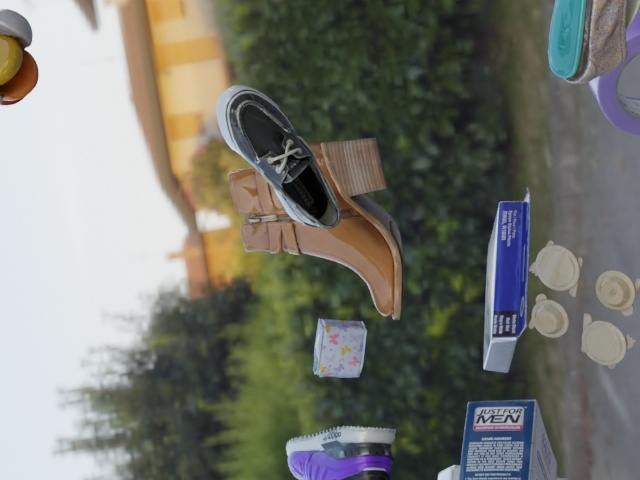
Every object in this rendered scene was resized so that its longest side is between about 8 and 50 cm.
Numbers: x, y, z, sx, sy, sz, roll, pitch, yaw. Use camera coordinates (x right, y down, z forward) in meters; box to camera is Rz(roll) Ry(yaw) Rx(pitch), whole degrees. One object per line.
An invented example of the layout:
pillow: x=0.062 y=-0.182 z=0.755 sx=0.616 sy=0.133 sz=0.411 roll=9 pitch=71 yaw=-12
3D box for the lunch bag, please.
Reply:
lunch bag: x=0.027 y=0.160 z=1.850 sx=0.053 sy=0.071 sz=0.083 roll=-119 pitch=33 yaw=-74

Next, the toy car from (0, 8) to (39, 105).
toy car: x=-0.503 y=-0.263 z=1.893 sx=0.159 sy=0.182 sz=0.136 roll=-66 pitch=-29 yaw=-12

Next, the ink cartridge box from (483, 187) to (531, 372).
ink cartridge box: x=0.277 y=0.062 z=1.885 sx=0.224 sy=0.045 sz=0.223 roll=88 pitch=-172 yaw=-67

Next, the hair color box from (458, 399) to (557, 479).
hair color box: x=0.252 y=0.410 z=1.728 sx=0.174 sy=0.105 sz=0.347 roll=66 pitch=-152 yaw=-44

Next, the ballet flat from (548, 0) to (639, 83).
ballet flat: x=0.333 y=-0.339 z=1.468 sx=0.107 sy=0.106 sz=0.316 roll=-130 pitch=36 yaw=-52

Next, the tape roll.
tape roll: x=0.534 y=-0.271 z=2.042 sx=0.080 sy=0.189 sz=0.189 roll=-95 pitch=-4 yaw=-57

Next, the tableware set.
tableware set: x=0.349 y=0.086 z=1.680 sx=0.020 sy=0.169 sz=0.141 roll=-26 pitch=-46 yaw=-51

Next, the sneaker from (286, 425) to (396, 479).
sneaker: x=0.022 y=0.357 z=1.836 sx=0.293 sy=0.102 sz=0.146 roll=141 pitch=131 yaw=-65

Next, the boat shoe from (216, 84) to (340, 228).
boat shoe: x=-0.043 y=-0.102 z=1.547 sx=0.219 sy=0.078 sz=0.070 roll=51 pitch=167 yaw=-30

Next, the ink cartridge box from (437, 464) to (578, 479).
ink cartridge box: x=0.338 y=0.510 z=2.193 sx=0.114 sy=0.273 sz=0.197 roll=122 pitch=156 yaw=-69

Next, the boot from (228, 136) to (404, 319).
boot: x=0.000 y=0.000 z=1.783 sx=0.109 sy=0.220 sz=0.283 roll=-89 pitch=-15 yaw=-63
